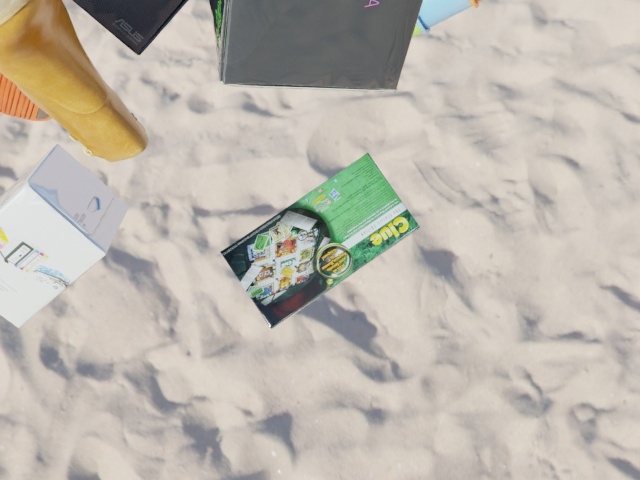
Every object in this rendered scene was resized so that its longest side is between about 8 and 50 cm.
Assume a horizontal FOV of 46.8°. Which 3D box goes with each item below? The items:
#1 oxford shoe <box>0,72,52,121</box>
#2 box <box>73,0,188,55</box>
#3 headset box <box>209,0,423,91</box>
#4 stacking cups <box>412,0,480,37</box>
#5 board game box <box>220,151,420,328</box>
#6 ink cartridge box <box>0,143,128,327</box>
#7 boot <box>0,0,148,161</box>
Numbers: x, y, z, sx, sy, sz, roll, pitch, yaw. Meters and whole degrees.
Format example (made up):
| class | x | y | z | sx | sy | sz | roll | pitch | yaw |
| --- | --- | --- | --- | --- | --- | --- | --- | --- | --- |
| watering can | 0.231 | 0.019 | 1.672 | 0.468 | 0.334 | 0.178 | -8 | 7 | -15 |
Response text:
| class | x | y | z | sx | sy | sz | roll | pitch | yaw |
| --- | --- | --- | --- | --- | --- | --- | --- | --- | --- |
| oxford shoe | -0.633 | -0.355 | 1.355 | 0.363 | 0.130 | 0.133 | 33 | 47 | -14 |
| box | -0.232 | -0.349 | 0.811 | 0.183 | 0.232 | 0.059 | -48 | 43 | 3 |
| headset box | -0.006 | -0.270 | 0.493 | 0.131 | 0.246 | 0.283 | -1 | 49 | -14 |
| stacking cups | 0.136 | -0.282 | 0.845 | 0.316 | 0.096 | 0.096 | -18 | 51 | 23 |
| board game box | 0.000 | 0.000 | 1.071 | 0.259 | 0.030 | 0.136 | -33 | 82 | -3 |
| ink cartridge box | -0.478 | -0.010 | 1.257 | 0.232 | 0.168 | 0.171 | -37 | 24 | 18 |
| boot | -0.256 | -0.171 | 0.775 | 0.104 | 0.211 | 0.295 | -48 | 26 | -11 |
